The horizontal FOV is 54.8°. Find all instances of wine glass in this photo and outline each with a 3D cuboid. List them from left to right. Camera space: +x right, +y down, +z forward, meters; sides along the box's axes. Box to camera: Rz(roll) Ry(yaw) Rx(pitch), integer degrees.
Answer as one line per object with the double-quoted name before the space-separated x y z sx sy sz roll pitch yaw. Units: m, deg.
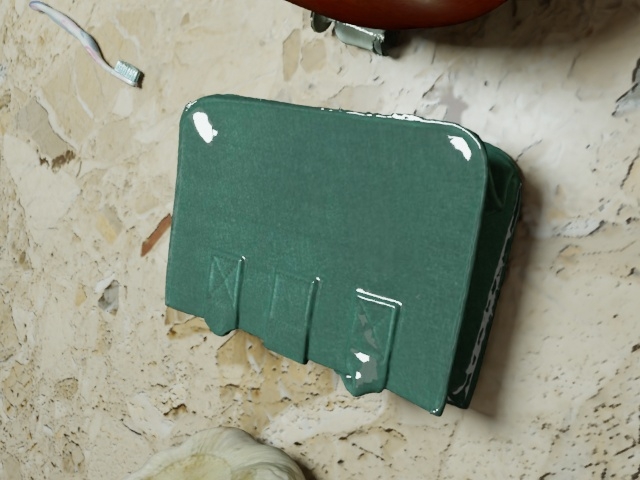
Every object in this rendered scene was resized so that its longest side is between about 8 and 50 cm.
"wine glass" 0.032 -0.199 0.569 0.083 0.039 0.042 32 138 28

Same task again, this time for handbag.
"handbag" 0.001 -0.001 0.567 0.327 0.089 0.238 16 100 32

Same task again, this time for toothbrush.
"toothbrush" -0.319 -0.269 0.822 0.269 0.021 0.027 38 98 28

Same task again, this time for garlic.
"garlic" -0.094 0.312 0.597 0.219 0.218 0.212 5 122 34

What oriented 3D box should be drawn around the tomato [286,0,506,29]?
"tomato" 0.037 -0.315 0.413 0.341 0.273 0.341 13 108 46
